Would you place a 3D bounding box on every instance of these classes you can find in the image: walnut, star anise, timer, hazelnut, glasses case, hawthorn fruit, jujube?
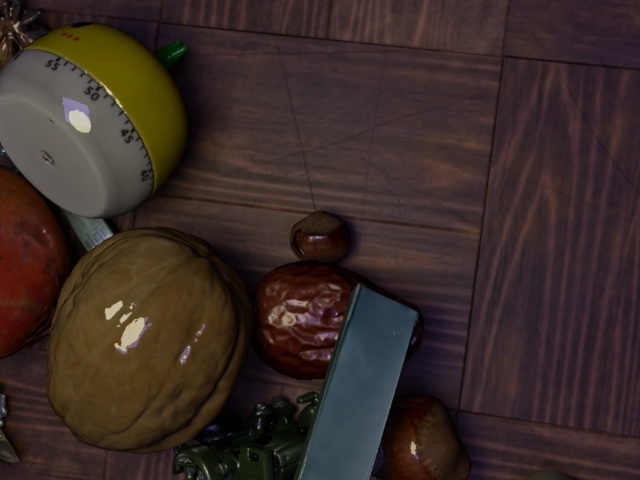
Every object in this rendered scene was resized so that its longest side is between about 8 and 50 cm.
[{"bbox_3d":[-0.228,0.138,1.492,0.252,0.277,0.313,28,108,-20],"label":"walnut"},{"bbox_3d":[-0.478,-0.365,1.695,0.148,0.218,0.227,-42,38,35],"label":"star anise"},{"bbox_3d":[-0.283,-0.191,1.565,0.285,0.285,0.285,0,89,9],"label":"timer"},{"bbox_3d":[0.126,0.285,1.538,0.143,0.143,0.154,-25,103,8],"label":"hazelnut"},{"bbox_3d":[0.000,0.000,1.590,0.086,0.086,0.086,0,89,9],"label":"hazelnut"},{"bbox_3d":[0.037,0.197,1.432,0.105,0.056,0.266,26,74,-28],"label":"glasses case"},{"bbox_3d":[-0.452,0.056,1.577,0.307,0.276,0.276,41,96,-18],"label":"hawthorn fruit"},{"bbox_3d":[0.020,0.113,1.548,0.236,0.168,0.168,7,91,-3],"label":"jujube"}]

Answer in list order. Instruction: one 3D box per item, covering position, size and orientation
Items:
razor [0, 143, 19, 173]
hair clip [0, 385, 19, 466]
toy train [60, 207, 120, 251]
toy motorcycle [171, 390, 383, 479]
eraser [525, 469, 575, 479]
[{"bbox_3d":[-0.519,-0.174,1.689,0.211,0.036,0.084,38,93,7],"label":"razor"},{"bbox_3d":[-0.532,0.207,1.670,0.106,0.084,0.292,-30,80,12],"label":"hair clip"},{"bbox_3d":[-0.325,-0.013,1.650,0.052,0.051,0.234,-37,84,3],"label":"toy train"},{"bbox_3d":[-0.062,0.272,1.512,0.275,0.205,0.127,-11,92,48],"label":"toy motorcycle"},{"bbox_3d":[0.316,0.464,1.500,0.331,0.150,0.331,0,92,10],"label":"eraser"}]
